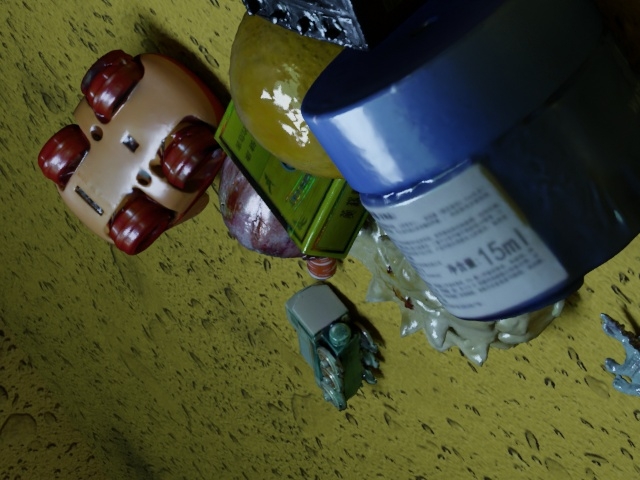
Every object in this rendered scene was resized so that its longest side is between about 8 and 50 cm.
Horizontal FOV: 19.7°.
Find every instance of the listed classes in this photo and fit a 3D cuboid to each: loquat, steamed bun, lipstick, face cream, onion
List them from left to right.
[{"bbox_3d":[-0.034,-0.078,2.052,0.159,0.159,0.195,36,126,30],"label":"onion"},{"bbox_3d":[0.000,0.000,2.249,0.038,0.038,0.130,39,157,22],"label":"lipstick"},{"bbox_3d":[0.020,-0.160,1.693,0.208,0.208,0.208,40,158,20],"label":"loquat"},{"bbox_3d":[0.109,0.006,1.912,0.292,0.137,0.295,49,162,7],"label":"steamed bun"},{"bbox_3d":[0.143,-0.089,1.506,0.225,0.249,0.249,54,159,-17],"label":"face cream"}]

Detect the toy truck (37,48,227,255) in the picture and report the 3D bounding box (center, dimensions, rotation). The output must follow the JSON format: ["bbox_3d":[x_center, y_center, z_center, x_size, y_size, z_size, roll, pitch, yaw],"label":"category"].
[{"bbox_3d":[-0.204,-0.115,2.292,0.189,0.239,0.265,44,118,10],"label":"toy truck"}]

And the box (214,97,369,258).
[{"bbox_3d":[-0.016,-0.100,1.887,0.220,0.064,0.141,52,124,41],"label":"box"}]

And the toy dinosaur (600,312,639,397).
[{"bbox_3d":[0.337,0.152,1.849,0.082,0.039,0.209,8,136,58],"label":"toy dinosaur"}]

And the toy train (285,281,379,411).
[{"bbox_3d":[0.015,0.140,2.426,0.125,0.081,0.194,50,165,24],"label":"toy train"}]

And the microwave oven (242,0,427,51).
[{"bbox_3d":[-0.001,-0.302,1.497,0.178,0.188,0.247,27,152,44],"label":"microwave oven"}]
